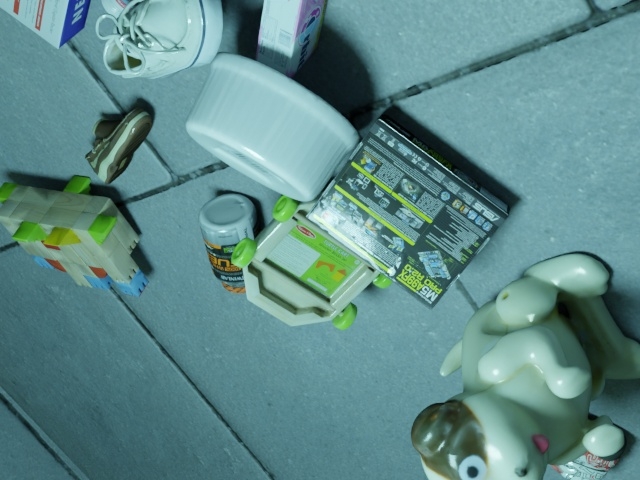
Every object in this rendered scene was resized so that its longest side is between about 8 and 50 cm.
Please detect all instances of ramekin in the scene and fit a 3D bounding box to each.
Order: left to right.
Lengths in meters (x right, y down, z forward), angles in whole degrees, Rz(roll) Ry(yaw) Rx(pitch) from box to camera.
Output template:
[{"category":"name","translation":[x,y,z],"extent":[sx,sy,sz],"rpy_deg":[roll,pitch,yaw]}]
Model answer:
[{"category":"ramekin","translation":[-0.088,-0.179,1.658],"extent":[0.277,0.135,0.277],"rpy_deg":[30,174,3]}]

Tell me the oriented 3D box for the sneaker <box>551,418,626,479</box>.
[{"category":"sneaker","translation":[0.445,0.380,1.959],"extent":[0.270,0.090,0.145],"rpy_deg":[24,138,13]}]

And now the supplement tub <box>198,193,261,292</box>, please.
[{"category":"supplement tub","translation":[-0.173,0.010,2.035],"extent":[0.117,0.117,0.190],"rpy_deg":[15,137,26]}]

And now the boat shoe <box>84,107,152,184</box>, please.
[{"category":"boat shoe","translation":[-0.421,-0.204,2.028],"extent":[0.095,0.095,0.257],"rpy_deg":[46,142,-2]}]

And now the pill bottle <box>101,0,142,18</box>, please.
[{"category":"pill bottle","translation":[-0.304,-0.434,1.698],"extent":[0.160,0.087,0.087],"rpy_deg":[-21,115,48]}]

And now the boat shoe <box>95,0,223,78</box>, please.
[{"category":"boat shoe","translation":[-0.286,-0.339,1.651],"extent":[0.367,0.157,0.135],"rpy_deg":[-2,99,63]}]

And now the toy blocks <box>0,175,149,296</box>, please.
[{"category":"toy blocks","translation":[-0.551,0.007,2.305],"extent":[0.382,0.190,0.261],"rpy_deg":[9,146,31]}]

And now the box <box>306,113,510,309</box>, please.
[{"category":"box","translation":[0.146,-0.048,1.690],"extent":[0.270,0.060,0.216],"rpy_deg":[36,111,1]}]

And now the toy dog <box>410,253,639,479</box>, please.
[{"category":"toy dog","translation":[0.311,0.254,1.673],"extent":[0.396,0.408,0.284],"rpy_deg":[-1,128,38]}]

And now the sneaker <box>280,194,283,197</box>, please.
[{"category":"sneaker","translation":[0.000,0.000,1.927],"extent":[0.163,0.106,0.281],"rpy_deg":[9,135,7]}]

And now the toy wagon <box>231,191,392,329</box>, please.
[{"category":"toy wagon","translation":[0.017,0.012,1.841],"extent":[0.267,0.068,0.344],"rpy_deg":[34,111,-26]}]

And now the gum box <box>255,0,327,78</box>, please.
[{"category":"gum box","translation":[-0.042,-0.345,1.570],"extent":[0.062,0.107,0.188],"rpy_deg":[29,142,11]}]

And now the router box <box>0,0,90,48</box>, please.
[{"category":"router box","translation":[-0.532,-0.547,1.763],"extent":[0.301,0.082,0.335],"rpy_deg":[36,142,1]}]
